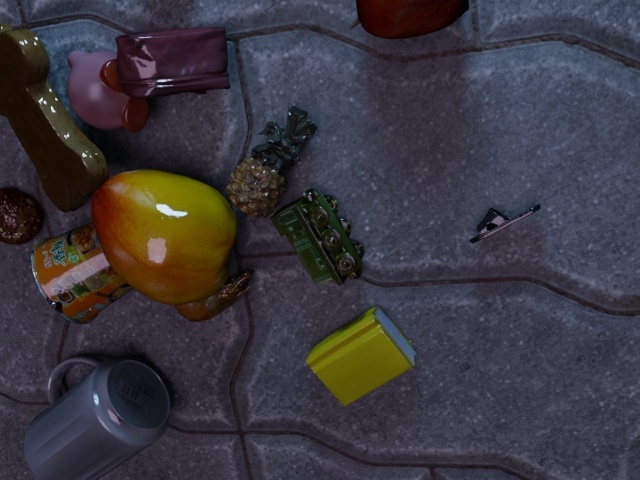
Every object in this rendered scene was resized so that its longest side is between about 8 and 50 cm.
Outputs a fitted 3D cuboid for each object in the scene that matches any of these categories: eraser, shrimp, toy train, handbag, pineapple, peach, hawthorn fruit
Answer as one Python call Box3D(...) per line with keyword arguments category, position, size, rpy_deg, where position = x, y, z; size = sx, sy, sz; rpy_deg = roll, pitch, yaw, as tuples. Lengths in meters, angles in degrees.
Box3D(category="eraser", position=(0.095, 0.270, 1.552), size=(0.226, 0.069, 0.158), rpy_deg=(-35, 97, 22))
Box3D(category="shrimp", position=(-0.262, 0.112, 1.588), size=(0.248, 0.068, 0.150), rpy_deg=(-19, 99, 24))
Box3D(category="toy train", position=(0.000, 0.000, 1.470), size=(0.137, 0.090, 0.225), rpy_deg=(-24, 102, 28))
Box3D(category="handbag", position=(-0.295, -0.357, 1.342), size=(0.146, 0.225, 0.135), rpy_deg=(22, 122, 52))
Box3D(category="pineapple", position=(-0.102, -0.172, 1.418), size=(0.128, 0.128, 0.248), rpy_deg=(33, 109, 1))
Box3D(category="peach", position=(-0.339, -0.013, 1.437), size=(0.308, 0.289, 0.289), rpy_deg=(11, 113, -7))
Box3D(category="hawthorn fruit", position=(0.153, -0.459, 1.226), size=(0.251, 0.189, 0.189), rpy_deg=(-13, 107, 38))

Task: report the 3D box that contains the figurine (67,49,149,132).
Box3D(category="figurine", position=(-0.460, -0.322, 1.423), size=(0.173, 0.173, 0.173), rpy_deg=(5, 111, 12))

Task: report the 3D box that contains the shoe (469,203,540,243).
Box3D(category="shoe", position=(0.374, -0.049, 1.374), size=(0.159, 0.062, 0.053), rpy_deg=(-27, 88, 22))

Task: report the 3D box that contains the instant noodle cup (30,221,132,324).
Box3D(category="instant noodle cup", position=(-0.526, 0.057, 1.558), size=(0.182, 0.230, 0.230), rpy_deg=(-26, 102, 11))

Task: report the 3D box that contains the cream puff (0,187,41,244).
Box3D(category="cream puff", position=(-0.766, -0.055, 1.639), size=(0.149, 0.084, 0.149), rpy_deg=(5, 113, 12))

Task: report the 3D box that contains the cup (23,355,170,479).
Box3D(category="cup", position=(-0.580, 0.432, 1.712), size=(0.327, 0.237, 0.323), rpy_deg=(-38, 67, 24))

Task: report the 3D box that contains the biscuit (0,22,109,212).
Box3D(category="biscuit", position=(-0.601, -0.267, 1.449), size=(0.368, 0.076, 0.394), rpy_deg=(-18, 105, 54))
